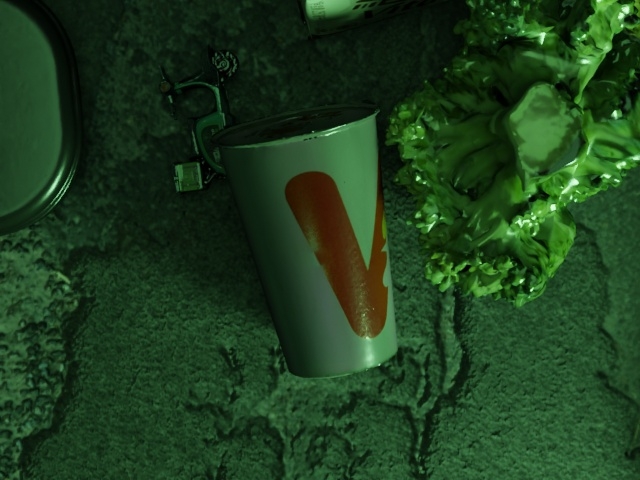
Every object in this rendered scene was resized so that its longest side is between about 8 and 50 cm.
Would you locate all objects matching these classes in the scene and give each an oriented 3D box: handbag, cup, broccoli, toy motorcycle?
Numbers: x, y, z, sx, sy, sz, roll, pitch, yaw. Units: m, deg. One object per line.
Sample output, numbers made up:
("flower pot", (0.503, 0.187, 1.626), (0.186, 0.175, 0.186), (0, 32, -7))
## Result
("handbag", (-0.408, -0.156, 1.673), (0.253, 0.093, 0.308), (-5, 90, 2))
("cup", (0.000, 0.000, 1.620), (0.203, 0.203, 0.288), (-10, 103, 1))
("broccoli", (0.228, -0.130, 1.585), (0.277, 0.317, 0.338), (40, 65, 5))
("toy motorcycle", (-0.139, -0.146, 1.688), (0.100, 0.058, 0.173), (-7, 92, 6))

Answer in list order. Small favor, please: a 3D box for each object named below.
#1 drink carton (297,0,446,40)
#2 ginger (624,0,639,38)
("drink carton", (0.117, -0.345, 1.611), (0.324, 0.194, 0.132), (-16, 86, 1))
("ginger", (0.426, -0.328, 1.646), (0.221, 0.130, 0.276), (-35, 92, -2))
